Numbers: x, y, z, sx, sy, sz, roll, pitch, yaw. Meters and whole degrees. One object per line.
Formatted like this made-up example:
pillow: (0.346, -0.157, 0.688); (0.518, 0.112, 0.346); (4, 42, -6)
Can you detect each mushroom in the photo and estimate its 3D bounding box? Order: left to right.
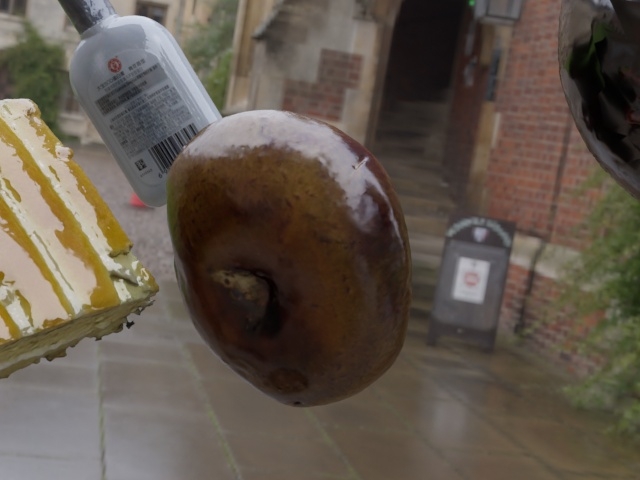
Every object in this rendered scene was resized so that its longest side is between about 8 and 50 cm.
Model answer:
mushroom: (-0.019, -0.003, 0.970); (0.267, 0.254, 0.267); (19, -36, 14)

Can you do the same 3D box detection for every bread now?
bread: (-0.290, 0.004, 0.868); (0.239, 0.111, 0.246); (-20, 68, -49)

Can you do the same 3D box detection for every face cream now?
face cream: (-0.225, -0.188, 1.245); (0.144, 0.291, 0.071); (-31, 8, 8)

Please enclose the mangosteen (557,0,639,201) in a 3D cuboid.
mangosteen: (0.306, -0.140, 0.745); (0.297, 0.297, 0.293); (7, -8, -26)
